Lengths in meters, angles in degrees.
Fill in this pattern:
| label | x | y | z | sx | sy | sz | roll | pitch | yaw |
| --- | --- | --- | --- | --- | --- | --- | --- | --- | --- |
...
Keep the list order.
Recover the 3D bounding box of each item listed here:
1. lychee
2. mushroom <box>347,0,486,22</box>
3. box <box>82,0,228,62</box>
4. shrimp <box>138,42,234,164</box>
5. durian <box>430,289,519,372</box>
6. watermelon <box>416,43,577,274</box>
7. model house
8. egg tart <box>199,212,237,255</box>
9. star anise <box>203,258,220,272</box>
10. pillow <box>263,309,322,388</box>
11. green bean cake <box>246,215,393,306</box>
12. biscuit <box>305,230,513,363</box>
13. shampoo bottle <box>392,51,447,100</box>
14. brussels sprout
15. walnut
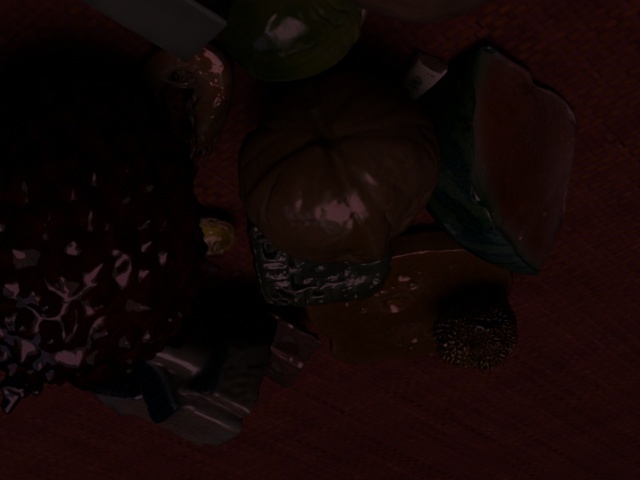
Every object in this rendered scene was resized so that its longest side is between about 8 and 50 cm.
| label | x | y | z | sx | sy | sz | roll | pitch | yaw |
| --- | --- | --- | --- | --- | --- | --- | --- | --- | --- |
| lychee | -0.362 | 0.015 | 1.397 | 0.424 | 0.424 | 0.500 | 14 | 110 | -23 |
| mushroom | 0.092 | -0.389 | 1.076 | 0.297 | 0.297 | 0.290 | 22 | 100 | -32 |
| box | -0.220 | -0.329 | 1.191 | 0.225 | 0.129 | 0.086 | 26 | 135 | -35 |
| shrimp | -0.193 | -0.195 | 1.445 | 0.133 | 0.053 | 0.236 | 1 | 141 | -10 |
| durian | 0.280 | 0.166 | 1.828 | 0.158 | 0.137 | 0.168 | -26 | 152 | -7 |
| watermelon | 0.254 | -0.078 | 1.518 | 0.292 | 0.222 | 0.319 | 18 | 139 | -34 |
| model house | -0.264 | 0.222 | 1.833 | 0.284 | 0.243 | 0.298 | 22 | 151 | -16 |
| egg tart | -0.190 | -0.015 | 1.705 | 0.105 | 0.039 | 0.105 | -3 | 144 | -2 |
| star anise | -0.399 | 0.059 | 1.734 | 0.316 | 0.139 | 0.359 | -23 | 156 | 36 |
| pillow | -0.084 | 0.211 | 1.998 | 0.135 | 0.049 | 0.248 | 26 | 144 | -3 |
| green bean cake | 0.000 | 0.000 | 1.650 | 0.227 | 0.125 | 0.222 | -8 | 132 | 0 |
| biscuit | 0.171 | 0.105 | 1.888 | 0.385 | 0.062 | 0.365 | -13 | 142 | 10 |
| shampoo bottle | 0.126 | -0.215 | 1.467 | 0.049 | 0.034 | 0.141 | 10 | 144 | -28 |
| brussels sprout | -0.037 | -0.280 | 1.270 | 0.180 | 0.144 | 0.161 | -41 | 114 | 10 |
| walnut | 0.027 | -0.097 | 1.403 | 0.277 | 0.252 | 0.313 | -51 | 166 | -1 |
